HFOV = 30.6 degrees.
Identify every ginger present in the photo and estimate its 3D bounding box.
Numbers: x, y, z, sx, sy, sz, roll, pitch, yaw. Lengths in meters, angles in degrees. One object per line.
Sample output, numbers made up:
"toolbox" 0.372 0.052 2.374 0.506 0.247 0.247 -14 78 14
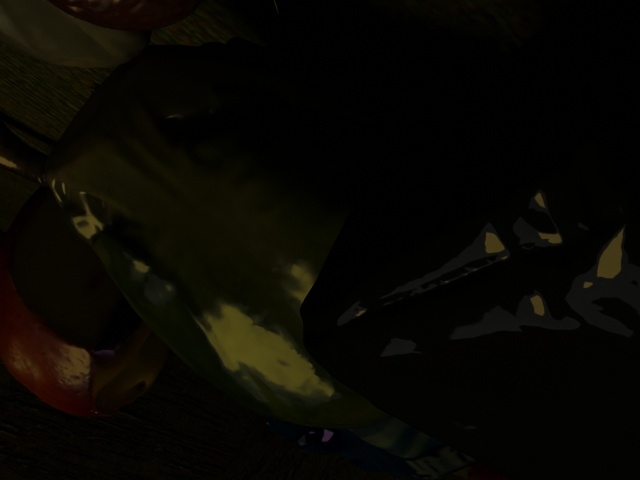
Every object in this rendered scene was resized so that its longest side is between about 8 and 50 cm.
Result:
"ginger" -0.483 -0.170 1.429 0.333 0.080 0.166 27 179 -36

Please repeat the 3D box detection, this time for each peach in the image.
"peach" -0.314 0.071 1.561 0.242 0.306 0.380 20 173 0

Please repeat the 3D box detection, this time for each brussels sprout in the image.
"brussels sprout" -0.023 -0.015 0.695 0.271 0.210 0.219 32 -148 -8

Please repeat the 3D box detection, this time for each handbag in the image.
"handbag" 0.173 0.022 0.535 0.301 0.178 0.275 30 153 -20

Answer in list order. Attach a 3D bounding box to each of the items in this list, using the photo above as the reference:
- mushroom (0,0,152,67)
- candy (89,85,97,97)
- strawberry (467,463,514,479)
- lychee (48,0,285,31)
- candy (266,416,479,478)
"mushroom" -0.217 -0.210 0.572 0.159 0.122 0.329 8 158 29
"candy" -0.219 -0.094 1.163 0.045 0.043 0.175 43 149 7
"strawberry" 0.292 0.329 1.377 0.267 0.312 0.351 -11 126 39
"lychee" -0.086 -0.153 0.569 0.101 0.140 0.114 28 131 17
"candy" 0.136 0.117 0.939 0.331 0.077 0.187 -26 143 21
